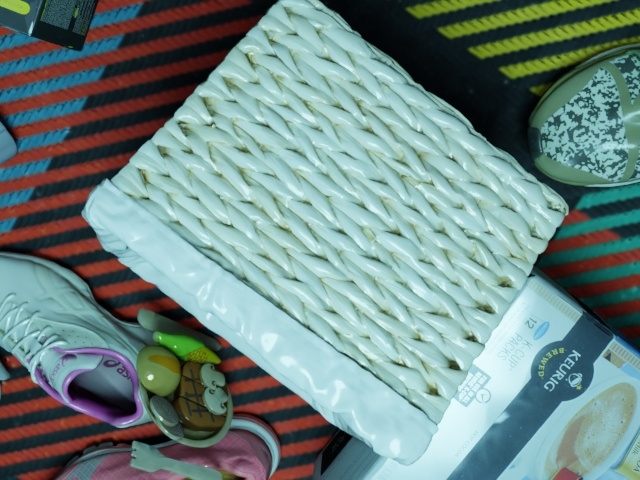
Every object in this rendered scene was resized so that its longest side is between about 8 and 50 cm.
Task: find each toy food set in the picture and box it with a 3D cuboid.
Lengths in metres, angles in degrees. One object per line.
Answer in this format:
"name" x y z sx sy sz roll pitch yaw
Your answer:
"toy food set" -0.142 0.161 0.904 0.132 0.192 0.038 28 129 -35

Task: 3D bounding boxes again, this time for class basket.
"basket" 0.000 0.000 0.796 0.331 0.328 0.266 39 79 -1

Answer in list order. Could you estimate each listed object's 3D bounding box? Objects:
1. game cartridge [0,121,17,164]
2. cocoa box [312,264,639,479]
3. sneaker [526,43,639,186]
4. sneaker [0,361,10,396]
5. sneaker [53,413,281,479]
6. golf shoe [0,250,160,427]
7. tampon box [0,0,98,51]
"game cartridge" -0.500 -0.160 0.905 0.196 0.060 0.294 -42 95 -30
"cocoa box" 0.180 0.212 0.883 0.228 0.231 0.347 37 98 -3
"sneaker" 0.420 -0.141 0.854 0.411 0.182 0.157 -10 97 4
"sneaker" -0.464 0.206 0.988 0.229 0.086 0.132 -38 96 5
"sneaker" -0.200 0.286 0.951 0.314 0.136 0.115 -21 96 1
"golf shoe" -0.294 0.107 0.940 0.306 0.140 0.115 28 99 0
"tampon box" -0.315 -0.272 0.882 0.121 0.161 0.101 20 98 0
